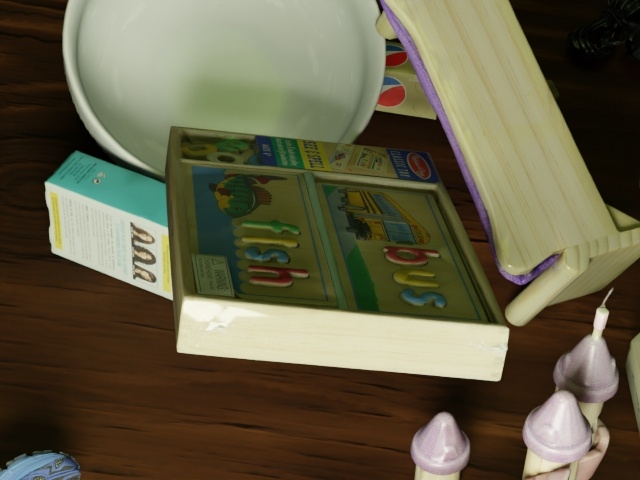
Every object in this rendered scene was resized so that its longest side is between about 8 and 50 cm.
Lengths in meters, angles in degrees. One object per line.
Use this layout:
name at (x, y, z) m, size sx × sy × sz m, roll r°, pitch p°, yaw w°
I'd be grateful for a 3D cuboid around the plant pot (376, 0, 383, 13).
plant pot at (-0.066, -0.412, 1.995) m, size 0.323 × 0.280 × 0.323 m, roll 2°, pitch 42°, yaw -2°

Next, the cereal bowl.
cereal bowl at (-0.107, -0.191, 1.810) m, size 0.338 × 0.141 × 0.339 m, roll 2°, pitch 77°, yaw -10°

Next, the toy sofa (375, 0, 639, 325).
toy sofa at (0.168, -0.107, 1.676) m, size 0.177 × 0.150 × 0.363 m, roll -16°, pitch 73°, yaw -24°

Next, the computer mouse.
computer mouse at (0.446, -0.230, 1.989) m, size 0.272 × 0.072 × 0.188 m, roll 18°, pitch 46°, yaw 33°

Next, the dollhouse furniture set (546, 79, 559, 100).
dollhouse furniture set at (0.230, -0.126, 1.903) m, size 0.081 × 0.091 × 0.114 m, roll -26°, pitch 7°, yaw 27°

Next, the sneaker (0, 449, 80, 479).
sneaker at (-0.271, 0.267, 1.419) m, size 0.087 × 0.083 × 0.221 m, roll 34°, pitch 55°, yaw 11°

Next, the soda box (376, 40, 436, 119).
soda box at (0.050, -0.191, 1.922) m, size 0.181 × 0.061 × 0.058 m, roll 9°, pitch 44°, yaw 7°

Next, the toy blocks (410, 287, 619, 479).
toy blocks at (0.158, 0.215, 1.354) m, size 0.308 × 0.260 × 0.289 m, roll 17°, pitch 46°, yaw 14°

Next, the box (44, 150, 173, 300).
box at (-0.154, 0.000, 1.680) m, size 0.244 × 0.101 × 0.060 m, roll 20°, pitch 46°, yaw 17°

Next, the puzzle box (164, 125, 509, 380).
puzzle box at (0.000, 0.000, 1.526) m, size 0.272 × 0.052 × 0.409 m, roll 6°, pitch 23°, yaw -10°

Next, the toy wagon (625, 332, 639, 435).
toy wagon at (0.467, 0.148, 1.583) m, size 0.344 × 0.068 × 0.267 m, roll 1°, pitch 44°, yaw -3°
